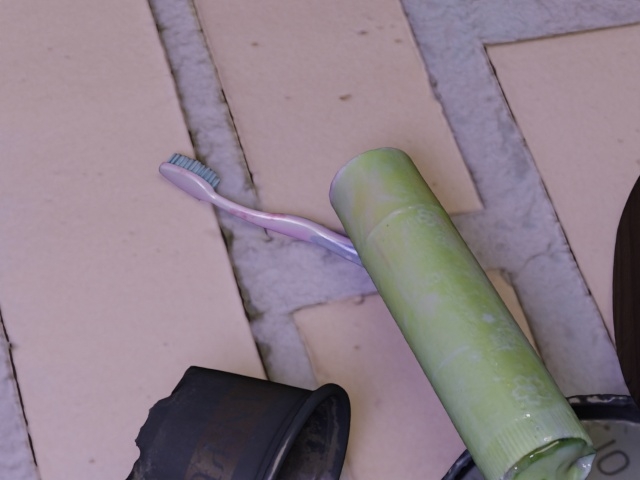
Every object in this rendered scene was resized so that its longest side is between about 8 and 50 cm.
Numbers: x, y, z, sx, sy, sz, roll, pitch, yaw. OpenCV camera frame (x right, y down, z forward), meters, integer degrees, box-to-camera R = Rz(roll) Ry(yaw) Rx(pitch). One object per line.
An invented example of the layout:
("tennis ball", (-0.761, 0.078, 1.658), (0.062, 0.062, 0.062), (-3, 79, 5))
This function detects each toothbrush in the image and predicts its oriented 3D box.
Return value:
("toothbrush", (0.000, 0.000, 1.364), (0.269, 0.021, 0.027), (27, 62, 7))

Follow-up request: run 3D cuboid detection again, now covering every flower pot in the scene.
("flower pot", (-0.058, 0.151, 1.184), (0.107, 0.157, 0.157), (20, 54, 19))

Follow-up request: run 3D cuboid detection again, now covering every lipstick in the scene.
("lipstick", (0.094, 0.056, 1.260), (0.076, 0.076, 0.304), (-12, 47, -18))

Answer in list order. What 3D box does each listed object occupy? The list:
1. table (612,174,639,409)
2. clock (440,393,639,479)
("table", (0.385, 0.003, 1.260), (0.249, 0.317, 0.317), (19, 55, -9))
("clock", (0.205, 0.246, 1.215), (0.312, 0.061, 0.313), (5, 56, -7))
